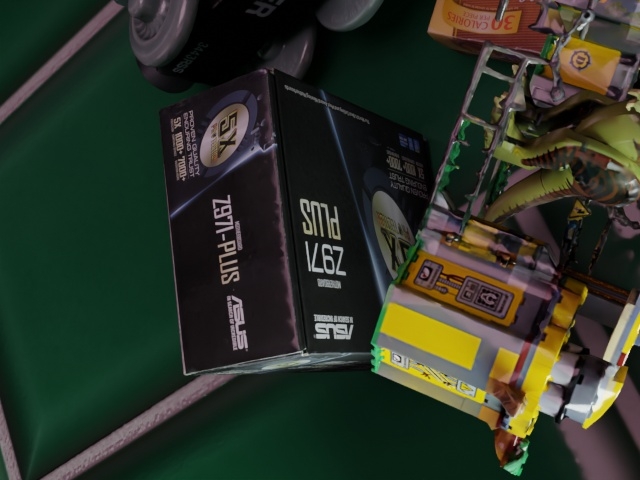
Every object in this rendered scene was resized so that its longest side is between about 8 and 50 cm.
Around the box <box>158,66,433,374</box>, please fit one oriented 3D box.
[{"bbox_3d":[0.000,0.000,0.526,0.077,0.180,0.148,-14,76,31],"label":"box"}]

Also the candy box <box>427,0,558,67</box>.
[{"bbox_3d":[0.146,-0.196,0.535,0.109,0.053,0.187,20,96,33],"label":"candy box"}]

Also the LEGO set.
[{"bbox_3d":[0.174,-0.054,0.373,0.192,0.255,0.331,22,97,17],"label":"LEGO set"}]

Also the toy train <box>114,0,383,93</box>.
[{"bbox_3d":[-0.025,-0.229,0.574,0.334,0.142,0.190,-32,61,45],"label":"toy train"}]
